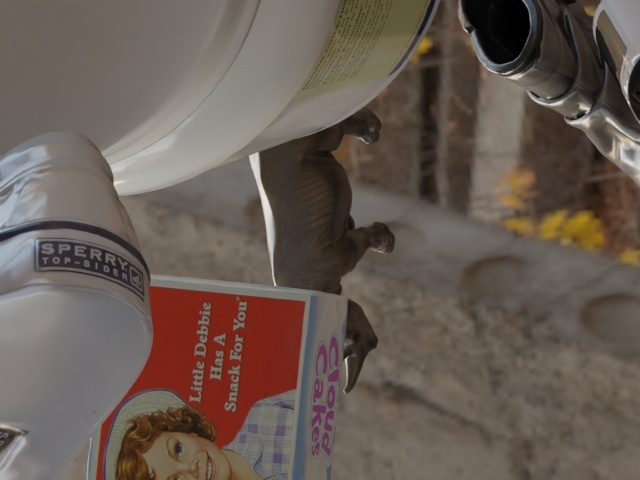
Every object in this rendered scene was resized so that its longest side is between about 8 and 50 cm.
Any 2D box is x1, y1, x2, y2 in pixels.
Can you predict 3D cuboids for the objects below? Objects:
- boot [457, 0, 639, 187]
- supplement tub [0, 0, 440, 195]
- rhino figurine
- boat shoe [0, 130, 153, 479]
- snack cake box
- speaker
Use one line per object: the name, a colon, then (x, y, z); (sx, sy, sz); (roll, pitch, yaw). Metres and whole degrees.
boot: (0.216, -0.084, 1.151); (0.118, 0.223, 0.338); (-56, 28, 14)
supplement tub: (-0.079, -0.147, 0.758); (0.325, 0.235, 0.235); (-30, -67, -72)
rhino figurine: (0.000, 0.000, 1.256); (0.073, 0.106, 0.243); (0, 102, 42)
boat shoe: (-0.139, 0.062, 0.607); (0.258, 0.095, 0.084); (-44, 40, 33)
snack cake box: (-0.077, 0.160, 1.137); (0.089, 0.152, 0.264); (13, -97, -71)
speaker: (0.182, -0.100, 0.875); (0.136, 0.055, 0.055); (-86, -8, -68)
